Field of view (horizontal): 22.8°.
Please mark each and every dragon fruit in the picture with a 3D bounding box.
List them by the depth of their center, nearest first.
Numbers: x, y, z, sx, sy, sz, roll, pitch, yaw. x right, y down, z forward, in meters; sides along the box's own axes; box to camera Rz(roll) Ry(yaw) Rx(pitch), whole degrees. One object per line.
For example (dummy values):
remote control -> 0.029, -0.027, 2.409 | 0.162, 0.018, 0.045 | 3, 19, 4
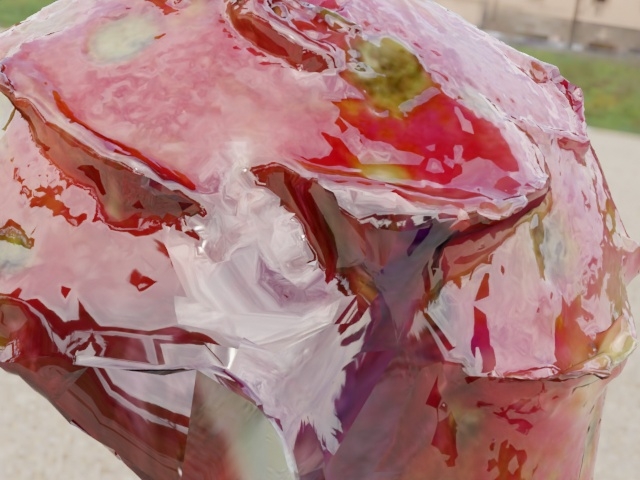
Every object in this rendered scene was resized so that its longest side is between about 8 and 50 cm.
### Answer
dragon fruit -> 0.004, -0.002, 0.456 | 0.274, 0.161, 0.126 | 37, 4, -9
